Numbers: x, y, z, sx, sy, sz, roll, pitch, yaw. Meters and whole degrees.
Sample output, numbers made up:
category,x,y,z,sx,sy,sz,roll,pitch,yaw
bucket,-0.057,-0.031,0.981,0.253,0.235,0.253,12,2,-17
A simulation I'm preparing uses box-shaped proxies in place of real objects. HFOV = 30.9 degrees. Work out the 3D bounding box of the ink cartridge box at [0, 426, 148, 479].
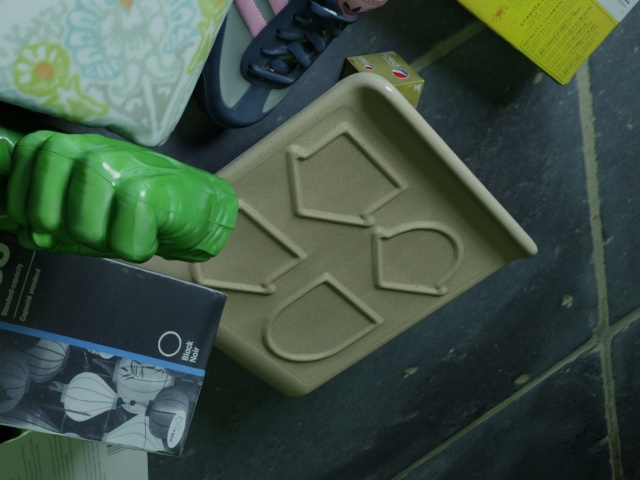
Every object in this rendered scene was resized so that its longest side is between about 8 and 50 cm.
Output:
category,x,y,z,sx,sy,sz,roll,pitch,yaw
ink cartridge box,-0.321,0.281,1.283,0.261,0.066,0.296,-19,139,-24

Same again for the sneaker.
category,x,y,z,sx,sy,sz,roll,pitch,yaw
sneaker,-0.008,-0.208,0.975,0.112,0.131,0.319,0,129,-41

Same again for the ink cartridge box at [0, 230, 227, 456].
category,x,y,z,sx,sy,sz,roll,pitch,yaw
ink cartridge box,-0.251,0.082,1.018,0.332,0.065,0.166,17,87,-34

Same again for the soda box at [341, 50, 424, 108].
category,x,y,z,sx,sy,sz,roll,pitch,yaw
soda box,0.047,-0.103,1.195,0.061,0.058,0.181,-13,136,-29

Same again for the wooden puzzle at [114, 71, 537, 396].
category,x,y,z,sx,sy,sz,roll,pitch,yaw
wooden puzzle,0.000,0.000,1.179,0.347,0.081,0.322,-31,134,19

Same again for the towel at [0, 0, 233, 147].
category,x,y,z,sx,sy,sz,roll,pitch,yaw
towel,-0.190,-0.254,0.778,0.374,0.090,0.321,16,109,-44

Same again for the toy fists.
category,x,y,z,sx,sy,sz,roll,pitch,yaw
toy fists,-0.203,-0.041,0.882,0.142,0.279,0.096,18,89,-52

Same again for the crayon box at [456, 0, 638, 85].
category,x,y,z,sx,sy,sz,roll,pitch,yaw
crayon box,0.208,-0.298,1.107,0.202,0.081,0.318,-49,143,14
